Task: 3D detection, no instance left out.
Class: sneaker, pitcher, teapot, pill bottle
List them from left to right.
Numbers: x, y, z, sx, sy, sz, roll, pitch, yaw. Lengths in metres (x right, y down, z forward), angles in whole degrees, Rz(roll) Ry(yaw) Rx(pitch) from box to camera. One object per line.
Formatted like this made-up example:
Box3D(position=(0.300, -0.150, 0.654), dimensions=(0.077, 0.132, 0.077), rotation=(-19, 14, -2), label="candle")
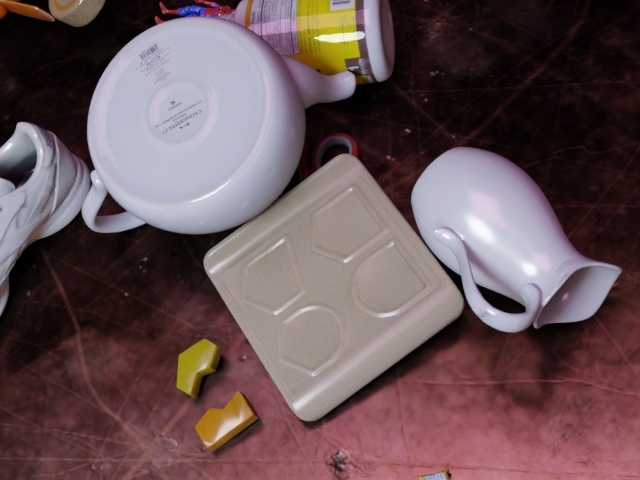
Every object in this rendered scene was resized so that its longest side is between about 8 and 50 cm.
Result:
Box3D(position=(-0.397, -0.007, 1.390), dimensions=(0.114, 0.152, 0.305), rotation=(25, 72, 24), label="sneaker")
Box3D(position=(-0.124, -0.111, 1.344), dimensions=(0.256, 0.187, 0.253), rotation=(13, 81, 20), label="teapot")
Box3D(position=(-0.026, -0.236, 1.434), dimensions=(0.215, 0.117, 0.117), rotation=(-4, 60, 14), label="pill bottle")
Box3D(position=(0.173, 0.003, 1.219), dimensions=(0.177, 0.125, 0.207), rotation=(-15, 51, -43), label="pitcher")

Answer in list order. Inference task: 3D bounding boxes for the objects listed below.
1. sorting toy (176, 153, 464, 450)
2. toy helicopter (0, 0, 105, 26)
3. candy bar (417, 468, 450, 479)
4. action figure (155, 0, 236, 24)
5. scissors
Box3D(position=(-0.027, 0.076, 1.297), dimensions=(0.307, 0.041, 0.229), rotation=(-36, 63, 2), label="sorting toy")
Box3D(position=(-0.379, -0.368, 1.592), dimensions=(0.235, 0.140, 0.355), rotation=(-52, 46, 10), label="toy helicopter")
Box3D(position=(0.131, 0.289, 1.150), dimensions=(0.040, 0.018, 0.161), rotation=(-21, 57, -1), label="candy bar")
Box3D(position=(-0.155, -0.291, 1.556), dimensions=(0.115, 0.030, 0.038), rotation=(4, 57, 16), label="action figure")
Box3D(position=(0.000, 0.000, 1.354), dimensions=(0.109, 0.021, 0.297), rotation=(-10, 61, 9), label="scissors")
